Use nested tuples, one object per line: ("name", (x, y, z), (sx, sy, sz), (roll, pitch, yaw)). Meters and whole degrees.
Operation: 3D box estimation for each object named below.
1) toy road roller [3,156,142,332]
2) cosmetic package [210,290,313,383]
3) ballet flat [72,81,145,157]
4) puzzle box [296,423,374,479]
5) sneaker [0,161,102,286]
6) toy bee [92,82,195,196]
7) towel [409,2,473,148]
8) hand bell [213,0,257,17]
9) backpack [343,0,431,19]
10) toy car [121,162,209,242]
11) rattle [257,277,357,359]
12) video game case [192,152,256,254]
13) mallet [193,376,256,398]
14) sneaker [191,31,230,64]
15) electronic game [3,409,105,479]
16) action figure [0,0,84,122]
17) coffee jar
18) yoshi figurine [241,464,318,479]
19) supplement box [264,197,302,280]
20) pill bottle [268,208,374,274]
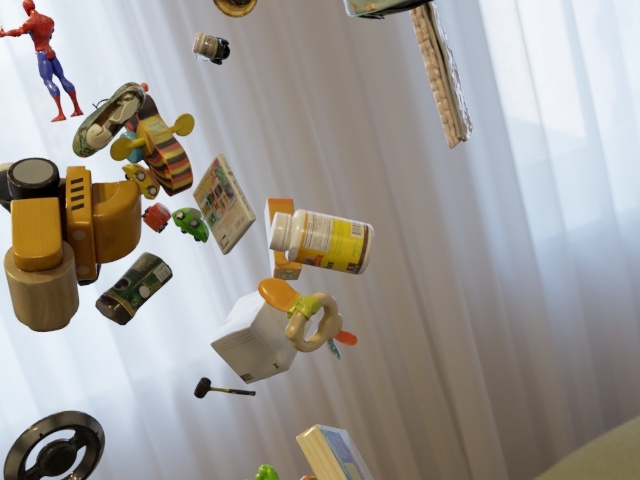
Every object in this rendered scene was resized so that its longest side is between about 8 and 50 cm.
("toy road roller", (-0.456, -0.005, 1.357), (0.241, 0.202, 0.329), (-4, 46, -16))
("cosmetic package", (-0.144, 0.231, 1.790), (0.151, 0.151, 0.183), (-27, 21, 35))
("ballet flat", (-0.412, -0.231, 1.398), (0.188, 0.070, 0.070), (-51, 15, 1))
("puzzle box", (0.100, 0.550, 1.381), (0.052, 0.408, 0.272), (-32, -22, 4))
("sneaker", (-0.590, -0.025, 1.574), (0.131, 0.350, 0.148), (-27, 48, 8))
("toy bee", (-0.375, -0.237, 1.497), (0.195, 0.298, 0.162), (-56, -5, -38))
("towel", (0.281, -0.383, 1.630), (0.054, 0.331, 0.317), (-15, 10, 16))
("hand bell", (-0.177, -0.652, 1.851), (0.126, 0.126, 0.242), (-11, 18, 21))
("backpack", (0.120, -0.445, 1.181), (0.188, 0.144, 0.166), (-34, 28, -19))
("toy car", (-0.328, -0.067, 1.605), (0.225, 0.239, 0.053), (29, 62, 22))
("rattle", (-0.027, 0.161, 1.446), (0.143, 0.130, 0.200), (7, -11, 32))
("video game case", (-0.184, -0.066, 1.356), (0.019, 0.143, 0.157), (-20, -14, -34))
("mallet", (-0.284, 0.450, 2.120), (0.190, 0.062, 0.039), (20, 29, -32))
("sneaker", (-0.237, -0.423, 1.596), (0.075, 0.063, 0.170), (21, 9, -6))
("electronic game", (-0.591, 0.485, 1.605), (0.229, 0.229, 0.048), (-26, 35, -33))
("action figure", (-0.666, -0.420, 1.687), (0.139, 0.280, 0.091), (0, 20, 32))
("coffee jar", (-0.446, 0.117, 1.713), (0.096, 0.079, 0.184), (18, 55, 39))
("yoshi figurine", (-0.128, 0.681, 1.814), (0.204, 0.202, 0.362), (-21, -5, -37))
("supplement box", (-0.105, -0.005, 1.976), (0.078, 0.233, 0.080), (1, -35, -14))
("pill bottle", (0.000, 0.000, 1.556), (0.215, 0.117, 0.117), (12, 11, -8))
